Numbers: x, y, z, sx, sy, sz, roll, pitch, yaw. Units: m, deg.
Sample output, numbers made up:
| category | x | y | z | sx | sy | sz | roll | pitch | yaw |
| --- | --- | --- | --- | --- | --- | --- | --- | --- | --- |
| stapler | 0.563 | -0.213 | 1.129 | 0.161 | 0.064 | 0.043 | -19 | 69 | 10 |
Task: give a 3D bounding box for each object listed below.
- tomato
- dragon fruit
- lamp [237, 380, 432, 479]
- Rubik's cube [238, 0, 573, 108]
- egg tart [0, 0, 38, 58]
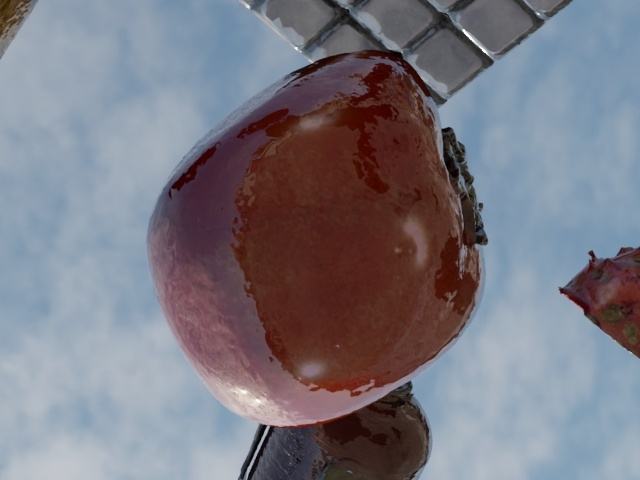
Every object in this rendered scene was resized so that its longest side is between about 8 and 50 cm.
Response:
| category | x | y | z | sx | sy | sz | roll | pitch | yaw |
| --- | --- | --- | --- | --- | --- | --- | --- | --- | --- |
| tomato | 0.000 | 0.000 | 1.375 | 0.325 | 0.290 | 0.293 | -87 | -26 | -73 |
| dragon fruit | 0.292 | 0.049 | 1.343 | 0.153 | 0.153 | 0.111 | 28 | -76 | -42 |
| lamp | 0.011 | 0.237 | 1.668 | 0.180 | 0.180 | 0.258 | 1 | -57 | -45 |
| Rubik's cube | 0.111 | -0.397 | 1.871 | 0.344 | 0.344 | 0.337 | 39 | -143 | -20 |
| egg tart | -0.364 | -0.243 | 1.496 | 0.147 | 0.202 | 0.202 | -43 | -47 | 16 |
